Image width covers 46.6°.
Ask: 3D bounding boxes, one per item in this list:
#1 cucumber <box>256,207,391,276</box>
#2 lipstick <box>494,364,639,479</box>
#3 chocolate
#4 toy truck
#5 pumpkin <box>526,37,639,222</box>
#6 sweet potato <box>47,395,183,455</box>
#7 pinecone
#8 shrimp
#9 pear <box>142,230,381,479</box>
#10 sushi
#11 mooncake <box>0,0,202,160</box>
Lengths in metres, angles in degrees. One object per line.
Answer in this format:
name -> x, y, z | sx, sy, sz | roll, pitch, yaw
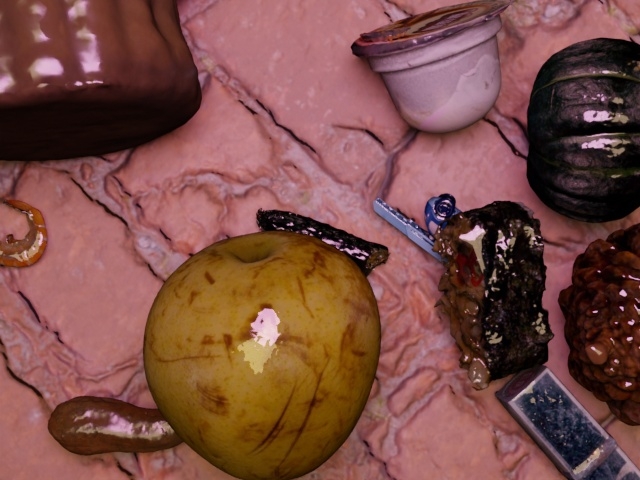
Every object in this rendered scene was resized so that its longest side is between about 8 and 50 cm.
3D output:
cucumber -> 0.000, 0.000, 0.961 | 0.181, 0.053, 0.053 | 22, 87, 3
lipstick -> 0.346, 0.284, 0.931 | 0.077, 0.076, 0.290 | -41, 90, -4
chocolate -> 0.143, -0.208, 0.925 | 0.221, 0.221, 0.147 | -12, 112, -1
toy truck -> 0.141, -0.032, 0.960 | 0.136, 0.063, 0.074 | 38, 107, 5
pumpkin -> 0.330, -0.130, 0.887 | 0.161, 0.220, 0.221 | 9, 87, 20
sweet potato -> -0.230, 0.229, 0.942 | 0.233, 0.062, 0.081 | -7, 85, -3
pinecone -> 0.416, 0.088, 0.872 | 0.309, 0.244, 0.244 | -15, 87, -18
shrimp -> -0.422, -0.006, 0.971 | 0.127, 0.025, 0.091 | -8, 87, -5
pear -> -0.061, 0.127, 0.852 | 0.283, 0.283, 0.284 | 0, 87, 0
sushi -> 0.200, 0.057, 0.896 | 0.115, 0.147, 0.212 | -10, 109, -4
mooncake -> -0.304, -0.206, 0.838 | 0.324, 0.324, 0.187 | -11, 86, -1
